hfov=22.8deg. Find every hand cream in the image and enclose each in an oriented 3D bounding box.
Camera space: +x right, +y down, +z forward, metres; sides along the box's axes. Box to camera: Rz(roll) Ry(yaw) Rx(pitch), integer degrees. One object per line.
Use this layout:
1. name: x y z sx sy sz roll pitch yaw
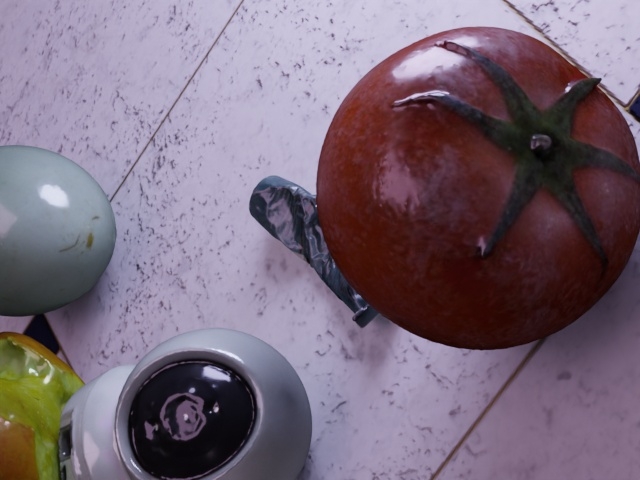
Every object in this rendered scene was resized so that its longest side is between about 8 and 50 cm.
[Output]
1. hand cream: -0.001 0.000 1.575 0.248 0.052 0.075 40 105 49

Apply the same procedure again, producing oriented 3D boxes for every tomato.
1. tomato: 0.121 -0.039 1.301 0.265 0.265 0.265 -23 58 41

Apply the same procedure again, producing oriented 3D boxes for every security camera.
1. security camera: -0.114 0.186 1.523 0.236 0.194 0.194 -24 57 34

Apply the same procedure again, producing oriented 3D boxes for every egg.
1. egg: -0.357 -0.011 1.863 0.283 0.203 0.203 5 77 44

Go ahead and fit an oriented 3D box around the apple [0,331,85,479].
1. apple: -0.369 0.257 1.636 0.384 0.374 0.374 100 157 -48
